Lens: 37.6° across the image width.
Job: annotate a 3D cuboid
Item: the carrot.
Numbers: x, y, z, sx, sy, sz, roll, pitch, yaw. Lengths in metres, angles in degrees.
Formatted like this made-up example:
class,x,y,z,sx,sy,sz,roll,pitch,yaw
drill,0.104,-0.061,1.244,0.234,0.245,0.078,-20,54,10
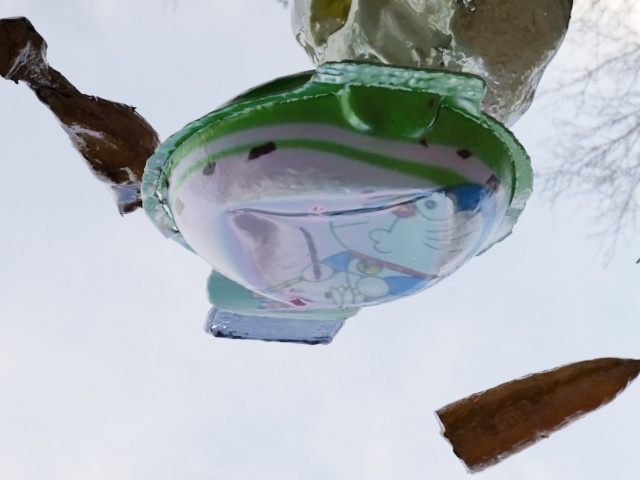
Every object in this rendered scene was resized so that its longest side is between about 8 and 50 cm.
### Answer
class,x,y,z,sx,sy,sz,roll,pitch,yaw
carrot,0.208,0.149,0.857,0.205,0.072,0.072,-21,-126,-2

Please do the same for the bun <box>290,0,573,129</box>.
class,x,y,z,sx,sy,sz,roll,pitch,yaw
bun,0.066,-0.170,0.678,0.141,0.239,0.239,-1,-132,-34

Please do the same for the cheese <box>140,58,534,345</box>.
class,x,y,z,sx,sy,sz,roll,pitch,yaw
cheese,0.000,0.000,0.527,0.204,0.320,0.083,5,-119,-12

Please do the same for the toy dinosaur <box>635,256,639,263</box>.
class,x,y,z,sx,sy,sz,roll,pitch,yaw
toy dinosaur,0.488,-0.052,1.236,0.167,0.242,0.053,24,-136,-33

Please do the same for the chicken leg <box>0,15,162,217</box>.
class,x,y,z,sx,sy,sz,roll,pitch,yaw
chicken leg,-0.271,-0.142,1.059,0.093,0.304,0.113,-22,-129,18
